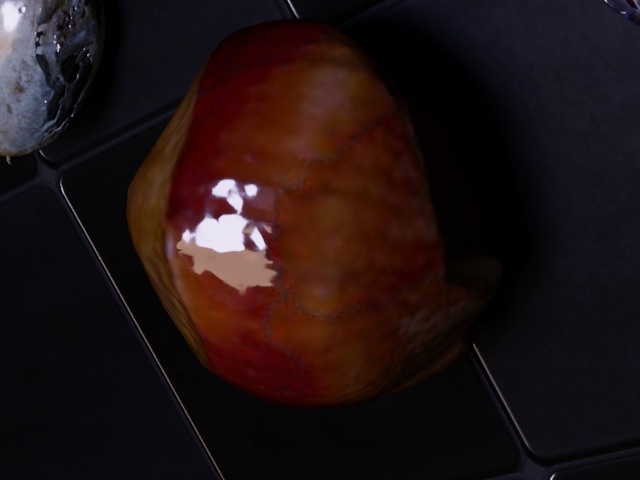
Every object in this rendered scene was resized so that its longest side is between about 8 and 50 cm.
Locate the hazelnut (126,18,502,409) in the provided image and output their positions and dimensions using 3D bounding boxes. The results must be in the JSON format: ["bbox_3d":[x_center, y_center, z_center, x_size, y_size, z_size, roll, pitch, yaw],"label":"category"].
[{"bbox_3d":[-0.006,-0.005,0.945,0.170,0.160,0.201,53,178,22],"label":"hazelnut"}]

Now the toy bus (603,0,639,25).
[{"bbox_3d":[0.088,-0.188,0.711,0.317,0.112,0.138,43,-179,12],"label":"toy bus"}]

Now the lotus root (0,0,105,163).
[{"bbox_3d":[-0.161,-0.110,1.066,0.088,0.088,0.165,38,126,19],"label":"lotus root"}]
